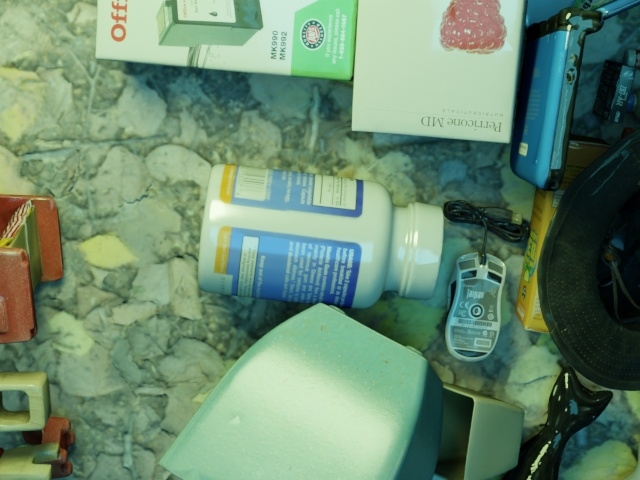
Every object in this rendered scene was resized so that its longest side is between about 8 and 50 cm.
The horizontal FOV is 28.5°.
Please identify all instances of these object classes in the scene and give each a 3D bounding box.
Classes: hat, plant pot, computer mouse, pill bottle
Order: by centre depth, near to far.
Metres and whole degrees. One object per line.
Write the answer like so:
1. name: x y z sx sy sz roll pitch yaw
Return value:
1. hat: 0.364 -0.002 1.412 0.331 0.134 0.331 -5 107 -18
2. plant pot: 0.011 0.221 1.445 0.247 0.248 0.252 26 80 20
3. pill bottle: 0.000 0.000 1.463 0.272 0.152 0.152 7 102 -3
4. computer mouse: 0.188 0.050 1.534 0.106 0.042 0.193 8 96 -7
5. plant pot: 0.185 0.232 1.534 0.096 0.109 0.109 5 94 -32

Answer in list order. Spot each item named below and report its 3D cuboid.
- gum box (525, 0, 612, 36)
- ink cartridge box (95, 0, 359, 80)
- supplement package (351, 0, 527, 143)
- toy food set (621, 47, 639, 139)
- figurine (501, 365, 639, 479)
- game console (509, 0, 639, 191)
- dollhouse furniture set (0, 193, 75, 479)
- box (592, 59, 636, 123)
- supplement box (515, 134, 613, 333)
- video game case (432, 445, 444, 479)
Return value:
1. gum box: 0.272 -0.337 1.449 0.157 0.041 0.184 -30 102 6
2. ink cartridge box: -0.096 -0.292 1.398 0.289 0.121 0.211 5 101 5
3. supplement package: 0.136 -0.271 1.365 0.177 0.175 0.293 5 110 7
4. toy food set: 0.405 -0.214 1.442 0.104 0.111 0.232 5 105 -2
5. figurine: 0.346 0.287 1.568 0.215 0.092 0.209 25 97 -7
6. game console: 0.308 -0.175 1.308 0.173 0.293 0.250 7 97 2
7. dollhouse furniture set: -0.384 0.149 1.473 0.152 0.201 0.374 -2 109 -1
8. box: 0.341 -0.174 1.464 0.018 0.083 0.067 11 101 -3
9. supplement box: 0.291 -0.007 1.504 0.080 0.078 0.233 5 101 -2
10. video game case: 0.071 0.334 1.602 0.193 0.023 0.212 -14 103 2
